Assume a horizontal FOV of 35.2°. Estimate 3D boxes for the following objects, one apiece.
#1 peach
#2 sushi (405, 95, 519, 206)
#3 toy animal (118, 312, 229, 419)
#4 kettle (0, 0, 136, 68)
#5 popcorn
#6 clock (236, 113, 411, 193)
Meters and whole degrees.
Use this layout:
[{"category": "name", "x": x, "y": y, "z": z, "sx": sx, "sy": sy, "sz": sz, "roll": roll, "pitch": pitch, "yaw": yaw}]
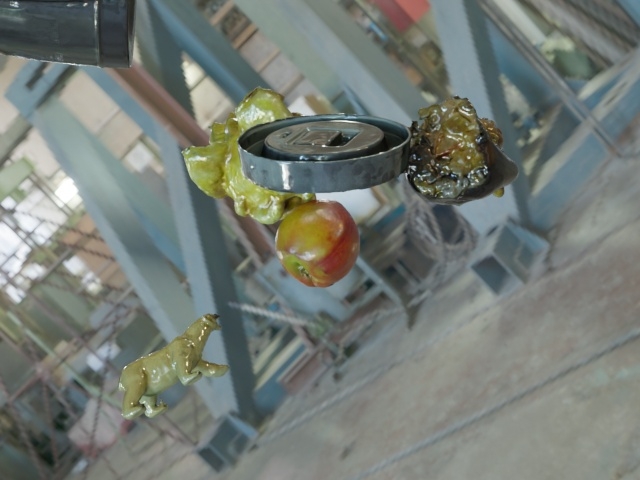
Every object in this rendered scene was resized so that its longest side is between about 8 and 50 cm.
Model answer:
[{"category": "peach", "x": 0.000, "y": 0.000, "z": 2.163, "sx": 0.197, "sy": 0.197, "sz": 0.197, "roll": -43, "pitch": 8, "yaw": 8}, {"category": "sushi", "x": 0.273, "y": -0.166, "z": 1.965, "sx": 0.213, "sy": 0.200, "sz": 0.204, "roll": -8, "pitch": -10, "yaw": 13}, {"category": "toy animal", "x": -0.245, "y": 0.208, "z": 1.681, "sx": 0.218, "sy": 0.101, "sz": 0.103, "roll": -32, "pitch": -18, "yaw": -9}, {"category": "kettle", "x": -0.417, "y": -0.354, "z": 1.357, "sx": 0.321, "sy": 0.324, "sz": 0.228, "roll": -120, "pitch": 34, "yaw": -76}, {"category": "popcorn", "x": -0.149, "y": -0.171, "z": 2.285, "sx": 0.325, "sy": 0.290, "sz": 0.321, "roll": -13, "pitch": -4, "yaw": -35}, {"category": "clock", "x": 0.008, "y": -0.158, "z": 1.785, "sx": 0.312, "sy": 0.061, "sz": 0.312, "roll": -3, "pitch": 22, "yaw": 1}]
